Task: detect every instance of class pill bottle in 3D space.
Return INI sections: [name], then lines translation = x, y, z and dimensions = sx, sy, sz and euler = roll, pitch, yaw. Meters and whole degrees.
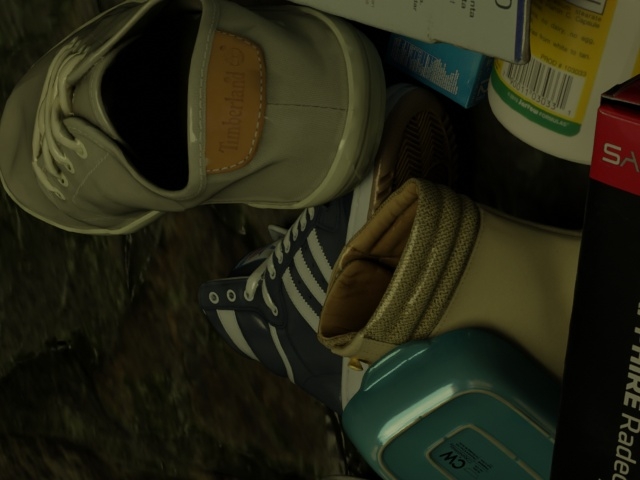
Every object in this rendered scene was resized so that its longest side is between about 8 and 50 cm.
[pill bottle]
translation = 0.169, -0.155, 0.952
dimensions = 0.117, 0.117, 0.208
euler = 29, 125, 26

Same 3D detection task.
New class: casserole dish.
[casserole dish]
translation = 0.097, 0.125, 1.022
dimensions = 0.114, 0.037, 0.188
euler = -37, 125, 18

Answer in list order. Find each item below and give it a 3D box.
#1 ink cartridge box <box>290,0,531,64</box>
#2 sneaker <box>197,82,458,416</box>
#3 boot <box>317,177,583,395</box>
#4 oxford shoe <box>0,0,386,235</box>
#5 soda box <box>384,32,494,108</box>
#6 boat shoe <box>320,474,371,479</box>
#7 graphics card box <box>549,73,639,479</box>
[ink cartridge box]
translation = 0.036, -0.285, 0.959
dimensions = 0.330, 0.071, 0.324
euler = 25, 119, 49
[sneaker]
translation = 0.000, 0.000, 1.153
dimensions = 0.153, 0.099, 0.282
euler = 28, 137, 27
[boot]
translation = 0.086, 0.083, 1.066
dimensions = 0.095, 0.203, 0.262
euler = -103, 33, -47
[oxford shoe]
translation = -0.130, -0.087, 1.156
dimensions = 0.449, 0.130, 0.169
euler = 2, 90, 57
[soda box]
translation = 0.105, -0.188, 1.020
dimensions = 0.067, 0.071, 0.210
euler = 33, 127, 26
[boat shoe]
translation = 0.101, 0.227, 1.201
dimensions = 0.267, 0.096, 0.088
euler = 18, 125, 42
[graphics card box]
translation = 0.216, 0.073, 0.939
dimensions = 0.094, 0.232, 0.371
euler = 21, 121, 30
